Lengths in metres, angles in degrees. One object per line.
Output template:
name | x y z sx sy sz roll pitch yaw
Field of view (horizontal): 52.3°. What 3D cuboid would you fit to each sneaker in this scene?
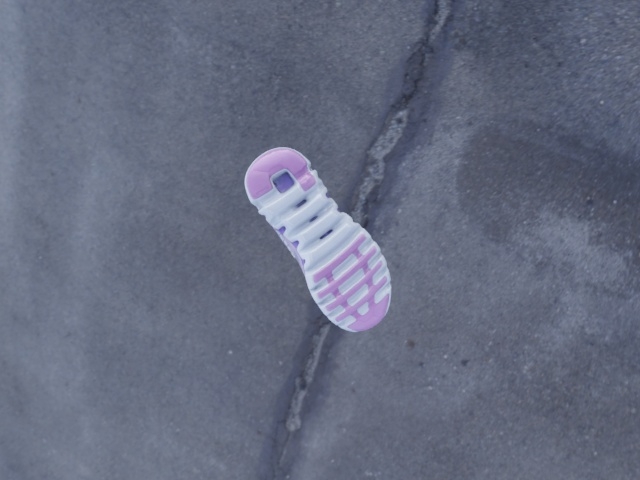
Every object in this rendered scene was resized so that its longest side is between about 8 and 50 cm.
sneaker | 0.000 0.000 0.783 0.095 0.104 0.236 -34 88 -5
